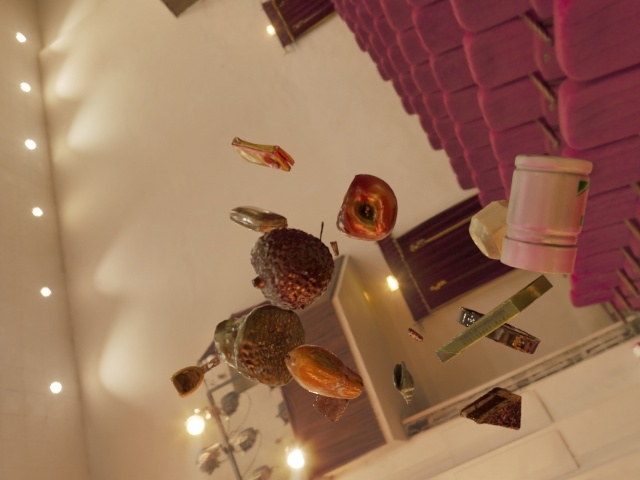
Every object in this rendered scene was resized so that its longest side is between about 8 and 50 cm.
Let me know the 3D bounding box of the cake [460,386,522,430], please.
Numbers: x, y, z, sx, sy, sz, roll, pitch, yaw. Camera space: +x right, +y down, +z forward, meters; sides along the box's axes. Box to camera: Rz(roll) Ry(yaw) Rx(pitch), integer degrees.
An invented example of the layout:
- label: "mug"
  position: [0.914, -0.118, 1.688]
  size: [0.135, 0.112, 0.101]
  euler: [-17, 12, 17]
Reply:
- label: "cake"
  position: [0.612, 0.589, 1.881]
  size: [0.245, 0.135, 0.112]
  euler: [20, 170, -33]

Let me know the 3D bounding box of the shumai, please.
- label: "shumai"
  position: [-0.281, 0.438, 2.253]
  size: [0.397, 0.323, 0.325]
  euler: [32, -116, -46]

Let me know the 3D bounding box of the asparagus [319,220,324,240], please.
- label: "asparagus"
  position: [0.000, 0.000, 2.230]
  size: [0.016, 0.013, 0.166]
  euler: [7, -91, -51]

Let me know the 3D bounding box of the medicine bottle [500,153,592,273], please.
- label: "medicine bottle"
  position: [0.656, -0.081, 1.539]
  size: [0.212, 0.211, 0.326]
  euler: [-29, -54, -78]

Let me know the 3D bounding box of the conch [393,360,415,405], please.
- label: "conch"
  position: [0.316, 0.551, 2.025]
  size: [0.065, 0.088, 0.180]
  euler: [109, 156, -53]

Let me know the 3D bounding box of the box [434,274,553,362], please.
- label: "box"
  position: [0.439, 0.207, 1.354]
  size: [0.172, 0.311, 0.043]
  euler: [-22, -111, -38]

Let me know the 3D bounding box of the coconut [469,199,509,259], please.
- label: "coconut"
  position: [0.788, -0.058, 2.273]
  size: [0.237, 0.265, 0.237]
  euler: [53, -169, -15]

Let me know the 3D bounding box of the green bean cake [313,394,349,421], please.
- label: "green bean cake"
  position: [0.052, 0.736, 2.399]
  size: [0.135, 0.135, 0.056]
  euler: [35, -170, 18]

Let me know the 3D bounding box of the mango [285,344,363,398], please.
- label: "mango"
  position: [0.011, 0.471, 1.865]
  size: [0.359, 0.186, 0.144]
  euler: [41, -123, -40]

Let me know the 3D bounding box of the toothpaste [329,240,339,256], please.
- label: "toothpaste"
  position: [0.054, 0.031, 1.945]
  size: [0.019, 0.027, 0.083]
  euler: [-98, -6, -47]

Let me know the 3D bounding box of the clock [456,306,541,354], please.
- label: "clock"
  position: [0.660, 0.334, 1.971]
  size: [0.312, 0.062, 0.312]
  euler: [22, -178, -1]

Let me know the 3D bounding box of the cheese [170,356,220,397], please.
- label: "cheese"
  position: [-0.399, 0.433, 1.708]
  size: [0.086, 0.162, 0.036]
  euler: [56, 166, 12]

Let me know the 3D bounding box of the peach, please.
- label: "peach"
  position: [0.172, -0.116, 1.974]
  size: [0.245, 0.248, 0.275]
  euler: [43, -169, -10]

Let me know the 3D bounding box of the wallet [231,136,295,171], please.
- label: "wallet"
  position: [-0.236, -0.343, 2.109]
  size: [0.241, 0.067, 0.141]
  euler: [16, 165, 30]

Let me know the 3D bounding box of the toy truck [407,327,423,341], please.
- label: "toy truck"
  position: [0.431, 0.428, 2.391]
  size: [0.083, 0.024, 0.032]
  euler: [34, -137, -11]

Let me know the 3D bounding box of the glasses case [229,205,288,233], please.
- label: "glasses case"
  position: [-0.291, -0.098, 2.418]
  size: [0.425, 0.156, 0.098]
  euler: [20, 113, 59]

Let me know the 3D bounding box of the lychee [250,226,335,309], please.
- label: "lychee"
  position: [-0.083, 0.080, 1.547]
  size: [0.261, 0.260, 0.261]
  euler: [56, -167, -20]
